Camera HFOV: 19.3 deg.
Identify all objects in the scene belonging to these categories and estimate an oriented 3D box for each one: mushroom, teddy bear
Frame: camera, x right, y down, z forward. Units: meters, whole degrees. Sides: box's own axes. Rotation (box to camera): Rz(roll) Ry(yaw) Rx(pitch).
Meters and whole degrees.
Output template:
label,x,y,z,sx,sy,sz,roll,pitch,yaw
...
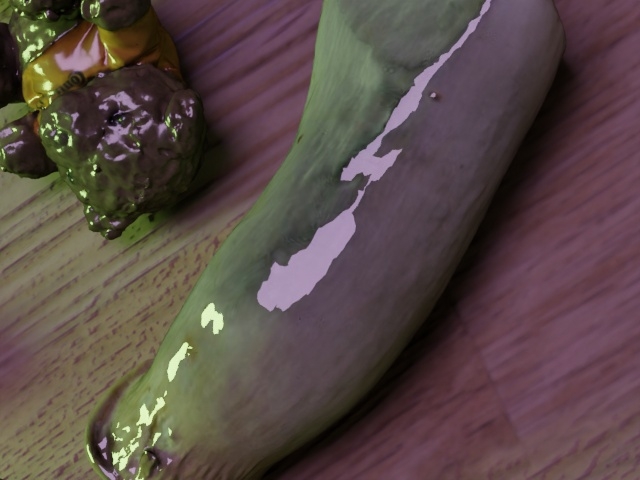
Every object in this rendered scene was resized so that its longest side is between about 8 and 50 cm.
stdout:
label,x,y,z,sx,sy,sz,roll,pitch,yaw
mushroom,-0.001,0.001,1.118,0.177,0.126,0.397,24,85,43
teddy bear,-0.148,-0.100,1.238,0.177,0.140,0.190,-48,62,37

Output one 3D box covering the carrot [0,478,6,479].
label,x,y,z,sx,sy,sz,roll,pitch,yaw
carrot,-0.135,0.198,1.159,0.336,0.069,0.069,10,77,24
